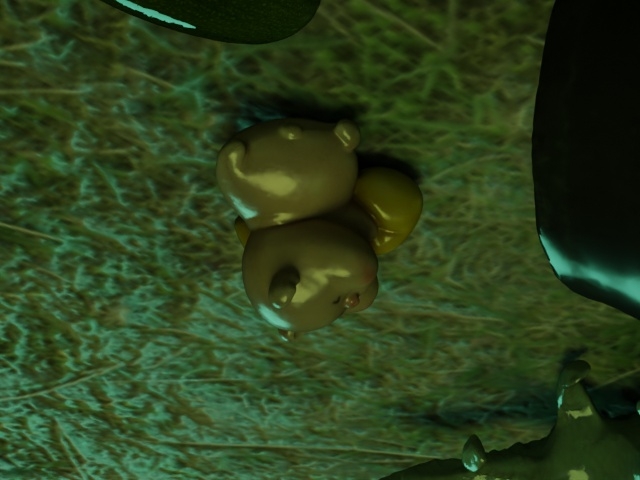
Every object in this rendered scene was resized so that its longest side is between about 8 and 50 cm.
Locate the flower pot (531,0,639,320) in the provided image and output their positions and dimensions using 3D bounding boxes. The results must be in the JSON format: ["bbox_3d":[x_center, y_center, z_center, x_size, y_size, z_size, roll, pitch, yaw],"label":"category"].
[{"bbox_3d":[0.162,-0.039,0.471,0.148,0.235,0.235,10,153,31],"label":"flower pot"}]

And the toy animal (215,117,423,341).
[{"bbox_3d":[0.000,0.000,0.646,0.091,0.082,0.114,0,146,7],"label":"toy animal"}]

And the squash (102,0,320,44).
[{"bbox_3d":[-0.098,-0.131,0.468,0.258,0.069,0.069,28,141,-32],"label":"squash"}]

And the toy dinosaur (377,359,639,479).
[{"bbox_3d":[0.227,0.114,0.782,0.393,0.092,0.205,2,147,3],"label":"toy dinosaur"}]
